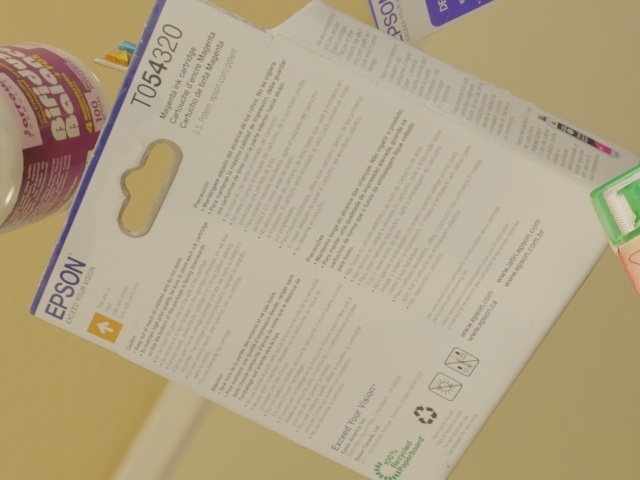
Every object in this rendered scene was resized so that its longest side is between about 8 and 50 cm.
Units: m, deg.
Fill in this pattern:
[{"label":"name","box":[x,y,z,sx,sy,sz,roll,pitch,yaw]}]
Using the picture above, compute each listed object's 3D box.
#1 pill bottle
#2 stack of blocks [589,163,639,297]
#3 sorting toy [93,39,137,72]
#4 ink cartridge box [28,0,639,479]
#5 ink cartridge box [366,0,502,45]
[{"label":"pill bottle","box":[-0.313,-0.083,1.632,0.169,0.169,0.301,30,-162,10]},{"label":"stack of blocks","box":[0.217,0.108,0.665,0.297,0.087,0.171,54,-169,-28]},{"label":"sorting toy","box":[-0.132,-0.142,1.482,0.083,0.012,0.062,19,-154,13]},{"label":"ink cartridge box","box":[0.000,0.000,1.266,0.330,0.324,0.071,27,-140,-3]},{"label":"ink cartridge box","box":[0.100,-0.259,1.289,0.045,0.208,0.206,47,160,51]}]
